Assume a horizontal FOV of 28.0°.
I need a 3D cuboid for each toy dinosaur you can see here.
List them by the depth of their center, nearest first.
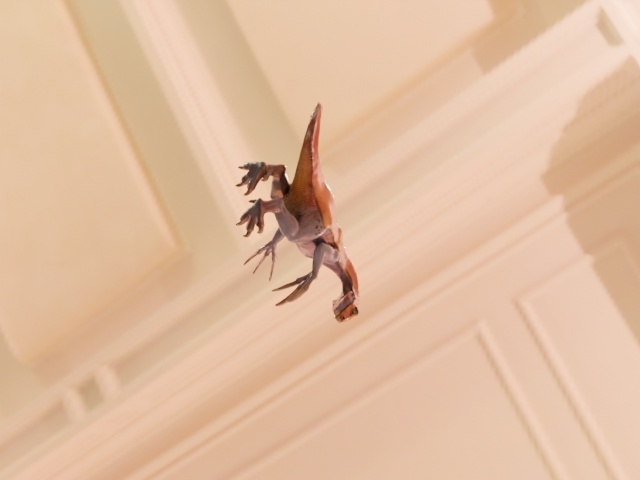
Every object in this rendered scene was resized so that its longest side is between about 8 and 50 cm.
[{"bbox_3d":[0.000,0.000,0.541,0.090,0.082,0.047,-41,-137,25],"label":"toy dinosaur"}]
